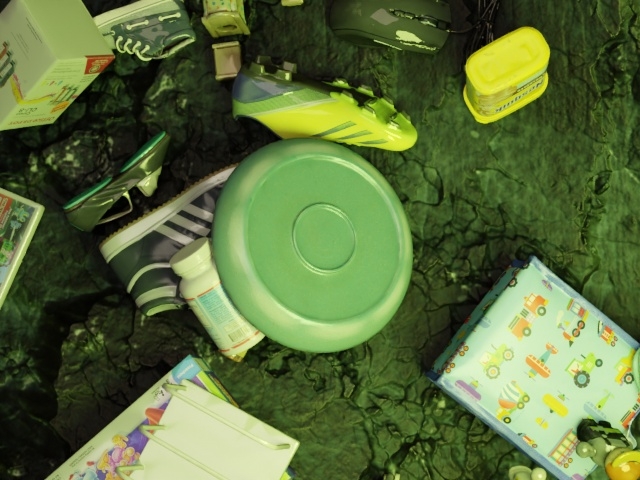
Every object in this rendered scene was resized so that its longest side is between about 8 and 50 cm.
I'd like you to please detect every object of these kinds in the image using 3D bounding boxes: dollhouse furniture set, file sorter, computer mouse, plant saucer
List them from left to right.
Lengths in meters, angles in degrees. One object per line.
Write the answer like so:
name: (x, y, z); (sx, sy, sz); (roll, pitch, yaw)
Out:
file sorter: (-0.188, 0.354, 1.740); (0.192, 0.173, 0.278); (28, 87, 10)
dollhouse furniture set: (-0.095, -0.349, 1.935); (0.161, 0.101, 0.182); (-8, 82, 6)
plant saucer: (0.000, 0.000, 1.827); (0.317, 0.043, 0.318); (6, 75, -23)
computer mouse: (0.150, -0.367, 1.928); (0.262, 0.060, 0.184); (16, 86, 9)

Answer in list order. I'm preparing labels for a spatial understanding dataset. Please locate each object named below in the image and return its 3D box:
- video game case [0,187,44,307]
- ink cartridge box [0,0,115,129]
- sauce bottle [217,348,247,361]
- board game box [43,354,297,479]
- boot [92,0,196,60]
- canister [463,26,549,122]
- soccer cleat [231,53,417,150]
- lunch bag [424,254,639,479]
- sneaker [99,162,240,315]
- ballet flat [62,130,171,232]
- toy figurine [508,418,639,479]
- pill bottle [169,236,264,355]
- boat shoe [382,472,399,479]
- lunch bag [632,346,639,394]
video game case: (-0.550, 0.005, 1.987); (0.183, 0.023, 0.201); (22, 85, 10)
ink cartridge box: (-0.429, -0.269, 1.921); (0.176, 0.128, 0.127); (-39, 78, 32)
sauce bottle: (-0.108, 0.118, 1.906); (0.042, 0.042, 0.128); (26, 87, 10)
board game box: (-0.241, 0.368, 1.872); (0.347, 0.078, 0.233); (-41, 80, 0)
boot: (-0.290, -0.312, 1.970); (0.190, 0.069, 0.086); (-24, 75, 3)
canister: (0.268, -0.238, 1.841); (0.126, 0.170, 0.073); (-29, 80, 3)
soccer cleat: (0.003, -0.184, 1.923); (0.289, 0.093, 0.121); (20, 116, 5)
lunch bag: (0.335, 0.198, 1.808); (0.293, 0.138, 0.221); (39, 86, 0)
sneaker: (-0.176, 0.005, 1.901); (0.282, 0.099, 0.153); (-30, 78, 6)
ballet flat: (-0.297, -0.083, 1.949); (0.203, 0.074, 0.074); (-38, 80, -5)
toy figurine: (0.370, 0.371, 1.724); (0.213, 0.148, 0.209); (-31, 112, 2)
pill bottle: (-0.145, 0.078, 1.821); (0.087, 0.087, 0.160); (-32, 107, 2)
boat shoe: (0.054, 0.422, 1.831); (0.065, 0.075, 0.206); (23, 91, 6)
lunch bag: (0.577, 0.231, 1.754); (0.224, 0.108, 0.279); (-26, 89, -14)
